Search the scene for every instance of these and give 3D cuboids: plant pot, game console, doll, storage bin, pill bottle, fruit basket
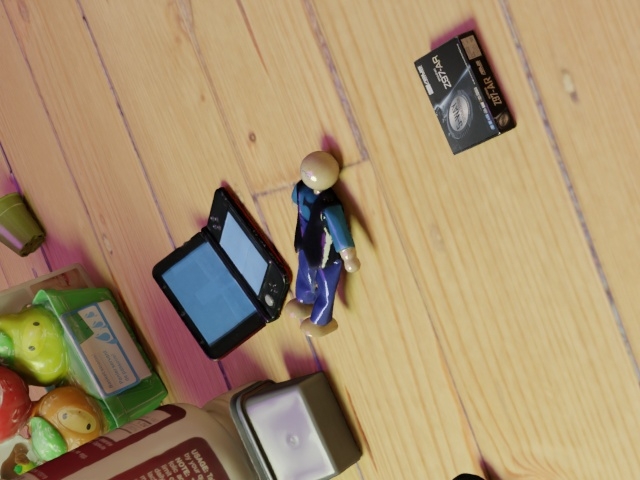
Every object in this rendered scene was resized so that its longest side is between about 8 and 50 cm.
[{"bbox_3d":[-0.471,-0.017,2.016,0.079,0.083,0.083,44,146,13],"label":"plant pot"},{"bbox_3d":[-0.112,0.037,1.437,0.144,0.085,0.124,52,148,23],"label":"game console"},{"bbox_3d":[0.000,0.000,1.263,0.129,0.046,0.189,45,139,50],"label":"doll"},{"bbox_3d":[-0.018,0.208,1.414,0.091,0.098,0.135,-24,89,34],"label":"storage bin"},{"bbox_3d":[-0.200,0.321,1.474,0.224,0.392,0.224,39,142,41],"label":"pill bottle"},{"bbox_3d":[-0.399,0.209,1.773,0.165,0.353,0.327,-45,70,44],"label":"fruit basket"}]

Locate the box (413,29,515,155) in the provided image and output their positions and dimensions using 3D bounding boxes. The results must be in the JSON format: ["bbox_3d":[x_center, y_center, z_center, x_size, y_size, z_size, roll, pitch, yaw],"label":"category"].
[{"bbox_3d":[0.112,-0.115,1.021,0.067,0.018,0.083,-22,92,61],"label":"box"}]

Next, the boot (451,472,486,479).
[{"bbox_3d":[0.174,0.253,1.161,0.121,0.045,0.099,58,150,8],"label":"boot"}]
